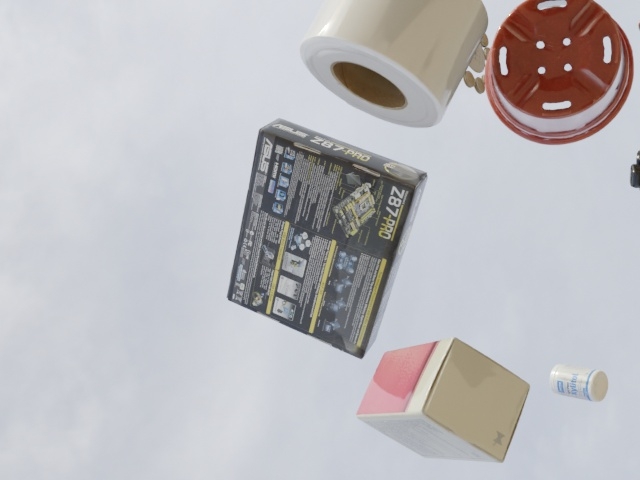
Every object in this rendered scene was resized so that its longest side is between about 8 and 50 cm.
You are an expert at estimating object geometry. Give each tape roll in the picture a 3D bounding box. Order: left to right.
[{"bbox_3d":[0.111,-0.306,1.203,0.246,0.246,0.169,31,-101,-21],"label":"tape roll"}]

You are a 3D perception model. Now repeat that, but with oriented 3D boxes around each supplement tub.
[{"bbox_3d":[0.567,0.312,1.719,0.071,0.107,0.071,-1,-89,-41],"label":"supplement tub"}]

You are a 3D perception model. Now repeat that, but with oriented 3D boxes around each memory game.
[{"bbox_3d":[0.320,-0.400,1.669,0.186,0.012,0.186,18,-115,-44],"label":"memory game"}]

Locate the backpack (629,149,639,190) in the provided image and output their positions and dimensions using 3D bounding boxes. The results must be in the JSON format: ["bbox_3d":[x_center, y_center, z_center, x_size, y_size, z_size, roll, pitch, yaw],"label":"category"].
[{"bbox_3d":[0.545,-0.067,0.899,0.276,0.263,0.213,15,-142,-43],"label":"backpack"}]

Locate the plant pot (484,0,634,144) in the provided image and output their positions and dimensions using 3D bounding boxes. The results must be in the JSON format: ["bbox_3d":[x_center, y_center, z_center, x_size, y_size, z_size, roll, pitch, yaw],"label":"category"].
[{"bbox_3d":[0.407,-0.305,1.359,0.272,0.272,0.265,67,-161,2],"label":"plant pot"}]

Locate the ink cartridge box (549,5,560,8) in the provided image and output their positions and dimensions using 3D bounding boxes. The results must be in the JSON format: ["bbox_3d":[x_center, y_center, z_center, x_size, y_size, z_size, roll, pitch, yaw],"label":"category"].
[{"bbox_3d":[0.567,-0.654,1.887,0.063,0.150,0.109,7,-131,-11],"label":"ink cartridge box"}]

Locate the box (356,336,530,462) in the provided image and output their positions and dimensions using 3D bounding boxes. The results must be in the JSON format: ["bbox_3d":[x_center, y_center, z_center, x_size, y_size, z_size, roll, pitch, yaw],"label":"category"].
[{"bbox_3d":[0.180,0.247,1.198,0.148,0.232,0.127,33,-113,-12],"label":"box"}]

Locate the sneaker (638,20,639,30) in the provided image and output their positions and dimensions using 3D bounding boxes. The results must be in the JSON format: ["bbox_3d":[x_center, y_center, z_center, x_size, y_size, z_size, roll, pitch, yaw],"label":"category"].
[{"bbox_3d":[0.634,-0.427,1.399,0.116,0.136,0.314,55,-146,-38],"label":"sneaker"}]

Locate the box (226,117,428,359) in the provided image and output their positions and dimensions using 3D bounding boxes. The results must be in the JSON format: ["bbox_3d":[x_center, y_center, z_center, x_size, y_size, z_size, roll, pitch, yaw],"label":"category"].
[{"bbox_3d":[0.000,0.000,1.524,0.318,0.395,0.097,22,-150,16],"label":"box"}]
